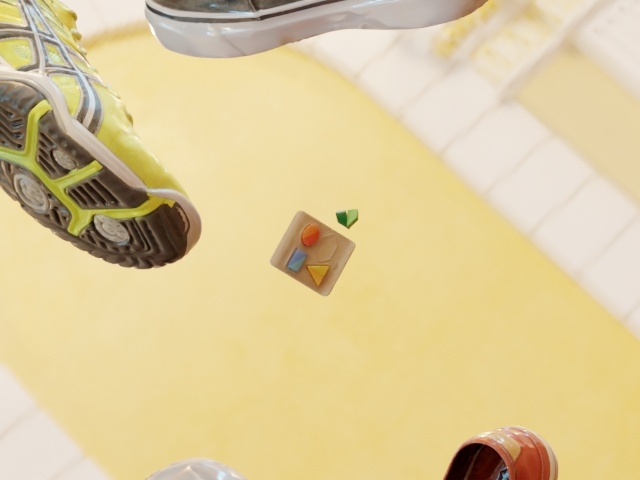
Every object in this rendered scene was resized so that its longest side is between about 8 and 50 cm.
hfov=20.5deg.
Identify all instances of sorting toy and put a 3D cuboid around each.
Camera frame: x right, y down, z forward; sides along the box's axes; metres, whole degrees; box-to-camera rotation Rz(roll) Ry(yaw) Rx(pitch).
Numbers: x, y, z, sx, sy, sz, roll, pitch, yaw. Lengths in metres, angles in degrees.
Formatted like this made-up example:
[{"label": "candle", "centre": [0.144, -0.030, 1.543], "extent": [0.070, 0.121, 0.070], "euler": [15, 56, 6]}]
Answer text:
[{"label": "sorting toy", "centre": [0.000, 0.000, 1.573], "extent": [0.083, 0.062, 0.012], "euler": [-61, 9, -10]}]

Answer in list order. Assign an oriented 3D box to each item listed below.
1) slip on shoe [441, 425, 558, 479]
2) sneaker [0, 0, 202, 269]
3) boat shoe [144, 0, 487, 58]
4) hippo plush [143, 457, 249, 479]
[{"label": "slip on shoe", "centre": [0.123, 0.328, 1.667], "extent": [0.101, 0.123, 0.331], "euler": [22, -91, -54]}, {"label": "sneaker", "centre": [-0.235, -0.132, 1.479], "extent": [0.147, 0.384, 0.145], "euler": [-42, -12, -34]}, {"label": "boat shoe", "centre": [-0.014, -0.214, 1.260], "extent": [0.335, 0.119, 0.121], "euler": [-3, 37, 43]}, {"label": "hippo plush", "centre": [-0.099, 0.268, 1.261], "extent": [0.294, 0.234, 0.236], "euler": [-51, -55, -6]}]
